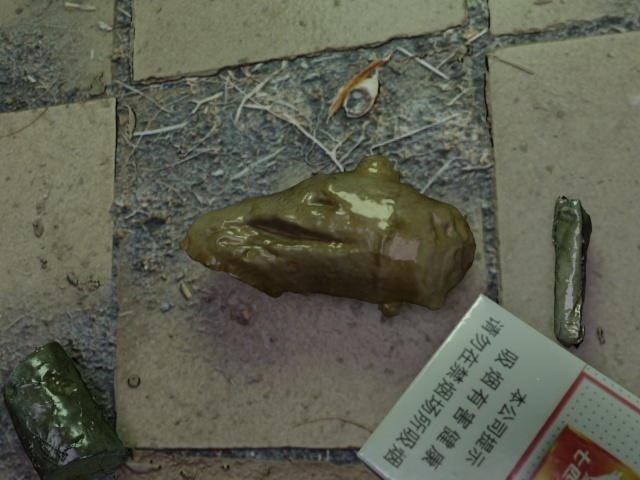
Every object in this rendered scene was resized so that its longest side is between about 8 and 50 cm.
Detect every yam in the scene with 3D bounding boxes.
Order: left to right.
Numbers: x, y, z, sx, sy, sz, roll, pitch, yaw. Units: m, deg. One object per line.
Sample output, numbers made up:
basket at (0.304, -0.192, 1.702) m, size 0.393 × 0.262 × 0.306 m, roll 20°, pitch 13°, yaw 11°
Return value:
yam at (-0.335, 0.227, 0.874) m, size 0.107 × 0.107 × 0.183 m, roll -38°, pitch 71°, yaw 7°

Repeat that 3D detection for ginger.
ginger at (0.000, 0.000, 0.801) m, size 0.354 × 0.126 × 0.189 m, roll -5°, pitch 84°, yaw 13°

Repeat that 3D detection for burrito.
burrito at (0.277, 0.033, 0.756) m, size 0.042 × 0.051 × 0.171 m, roll 4°, pitch 82°, yaw 10°

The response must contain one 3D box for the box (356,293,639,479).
box at (0.229, 0.231, 0.647) m, size 0.330 × 0.095 × 0.210 m, roll 36°, pitch 76°, yaw 22°
